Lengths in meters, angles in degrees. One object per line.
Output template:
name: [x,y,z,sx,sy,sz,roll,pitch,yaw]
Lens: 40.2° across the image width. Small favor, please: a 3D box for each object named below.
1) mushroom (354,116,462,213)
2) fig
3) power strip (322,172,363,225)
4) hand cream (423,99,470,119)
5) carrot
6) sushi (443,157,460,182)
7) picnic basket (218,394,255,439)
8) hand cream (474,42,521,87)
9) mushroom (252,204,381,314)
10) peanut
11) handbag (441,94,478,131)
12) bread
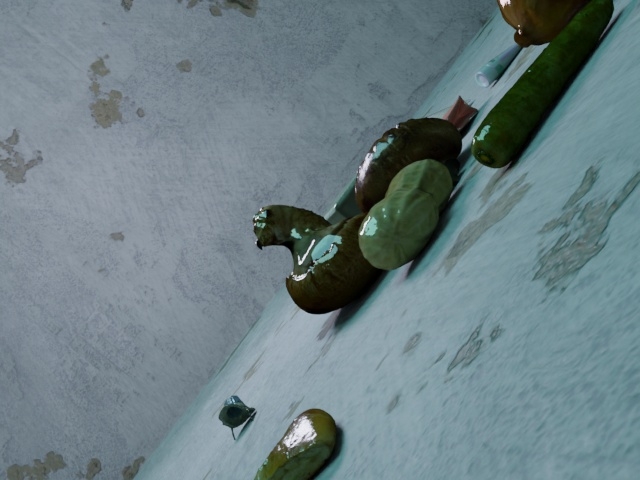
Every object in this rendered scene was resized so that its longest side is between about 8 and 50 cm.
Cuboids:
mushroom: [0.175,-0.148,1.768,0.253,0.153,0.253,-40,-9,-7]
fig: [0.421,-0.498,1.633,0.224,0.263,0.224,-12,-16,-4]
power strip: [0.083,-0.045,1.962,0.139,0.140,0.224,-55,5,-24]
hand cream: [0.329,-0.325,2.385,0.095,0.059,0.276,-51,9,-10]
carrot: [0.349,-0.254,1.347,0.358,0.074,0.074,-51,4,-16]
sushi: [0.237,-0.111,1.628,0.083,0.044,0.046,-52,-18,-38]
picnic basket: [-0.170,0.360,1.796,0.065,0.083,0.083,-49,48,16]
hand cream: [0.453,-0.447,2.165,0.174,0.047,0.076,-44,0,-21]
mushroom: [0.027,0.022,1.690,0.267,0.254,0.267,-24,28,14]
peanut: [0.151,-0.055,1.478,0.125,0.111,0.274,-42,9,42]
handbag: [0.274,-0.230,2.063,0.212,0.059,0.157,-50,3,39]
bread: [-0.022,0.256,1.064,0.154,0.054,0.136,-57,9,-30]
